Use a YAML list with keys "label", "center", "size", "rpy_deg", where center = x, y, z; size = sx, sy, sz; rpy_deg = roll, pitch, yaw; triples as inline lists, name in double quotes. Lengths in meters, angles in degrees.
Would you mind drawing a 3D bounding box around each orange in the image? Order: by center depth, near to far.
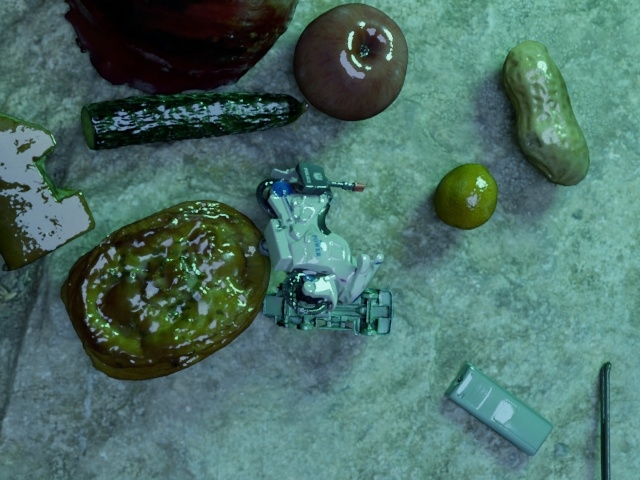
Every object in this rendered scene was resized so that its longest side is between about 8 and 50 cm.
- label: "orange"
  center: [0.201, -0.061, 1.613]
  size: [0.085, 0.085, 0.095]
  rpy_deg: [27, 82, -15]

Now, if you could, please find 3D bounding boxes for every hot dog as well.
- label: "hot dog"
  center: [-0.189, 0.061, 1.508]
  size: [0.272, 0.122, 0.196]
  rpy_deg: [-25, 94, -9]

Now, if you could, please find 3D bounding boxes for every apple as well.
- label: "apple"
  center: [0.042, -0.235, 1.536]
  size: [0.154, 0.120, 0.153]
  rpy_deg: [1, 86, -15]

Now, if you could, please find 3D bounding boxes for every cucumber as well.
- label: "cucumber"
  center: [-0.159, -0.161, 1.524]
  size: [0.294, 0.067, 0.067]
  rpy_deg: [-8, 97, -18]

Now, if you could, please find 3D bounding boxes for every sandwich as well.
- label: "sandwich"
  center: [-0.381, -0.095, 1.443]
  size: [0.128, 0.122, 0.235]
  rpy_deg: [-27, 100, -9]

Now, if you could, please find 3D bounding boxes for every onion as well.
- label: "onion"
  center: [-0.163, -0.313, 1.470]
  size: [0.315, 0.146, 0.280]
  rpy_deg: [13, 96, -19]

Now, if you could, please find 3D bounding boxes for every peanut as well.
- label: "peanut"
  center: [0.312, -0.172, 1.627]
  size: [0.100, 0.099, 0.214]
  rpy_deg: [-17, 99, -12]

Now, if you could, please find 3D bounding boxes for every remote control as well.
- label: "remote control"
  center: [0.258, 0.243, 1.682]
  size: [0.162, 0.029, 0.061]
  rpy_deg: [36, 85, -14]

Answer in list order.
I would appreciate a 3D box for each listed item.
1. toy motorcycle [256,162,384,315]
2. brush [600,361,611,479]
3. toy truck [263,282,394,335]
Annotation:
- label: "toy motorcycle"
  center: [0.000, 0.000, 1.519]
  size: [0.150, 0.102, 0.221]
  rpy_deg: [-1, 56, -25]
- label: "brush"
  center: [0.411, 0.310, 1.719]
  size: [0.027, 0.062, 0.266]
  rpy_deg: [1, 90, -8]
- label: "toy truck"
  center: [0.013, 0.091, 1.594]
  size: [0.175, 0.081, 0.067]
  rpy_deg: [3, 94, 4]
